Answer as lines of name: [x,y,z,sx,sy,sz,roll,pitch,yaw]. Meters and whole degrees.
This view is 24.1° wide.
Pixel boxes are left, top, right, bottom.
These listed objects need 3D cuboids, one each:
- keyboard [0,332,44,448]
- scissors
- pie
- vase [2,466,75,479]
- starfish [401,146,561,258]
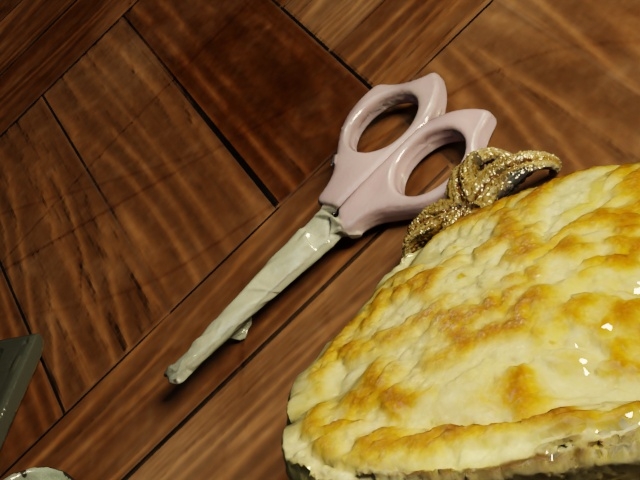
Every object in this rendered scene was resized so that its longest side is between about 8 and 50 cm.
keyboard: [-0.253,0.214,0.813,0.103,0.041,0.381,-11,41,40]
scissors: [0.000,0.000,0.770,0.212,0.021,0.110,-46,38,0]
pie: [0.087,0.048,0.554,0.205,0.084,0.179,-17,26,23]
vase: [-0.109,0.166,0.684,0.059,0.059,0.167,-48,35,-3]
starfish: [0.073,-0.007,0.697,0.078,0.028,0.091,-11,52,36]
